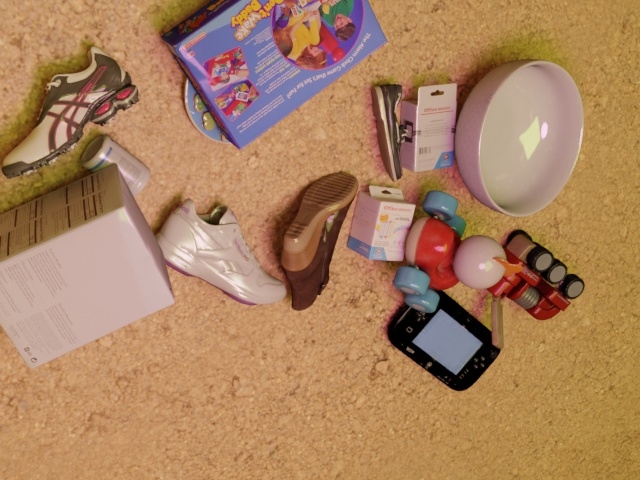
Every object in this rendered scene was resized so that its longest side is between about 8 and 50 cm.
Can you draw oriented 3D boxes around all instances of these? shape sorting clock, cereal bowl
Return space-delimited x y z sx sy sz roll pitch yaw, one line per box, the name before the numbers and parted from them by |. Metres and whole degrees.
shape sorting clock | -0.157 -0.279 1.772 0.206 0.040 0.206 -10 112 -28
cereal bowl | 0.410 -0.229 2.062 0.338 0.141 0.339 -14 115 -34

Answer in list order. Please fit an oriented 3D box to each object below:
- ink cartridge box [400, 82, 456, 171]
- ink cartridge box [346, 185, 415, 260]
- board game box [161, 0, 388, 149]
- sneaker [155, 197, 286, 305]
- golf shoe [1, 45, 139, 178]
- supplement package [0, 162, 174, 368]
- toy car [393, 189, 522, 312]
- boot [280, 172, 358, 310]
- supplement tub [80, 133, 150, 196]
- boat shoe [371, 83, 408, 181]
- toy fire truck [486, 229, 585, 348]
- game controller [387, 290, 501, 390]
ink cartridge box | 0.226 -0.242 2.004 0.104 0.060 0.180 -10 112 -28
ink cartridge box | 0.128 -0.039 1.998 0.092 0.090 0.143 3 105 -32
board game box | -0.075 -0.359 1.704 0.347 0.078 0.233 -37 125 -9
sneaker | -0.169 0.026 1.825 0.305 0.114 0.152 29 91 -35
golf shoe | -0.438 -0.209 1.605 0.273 0.105 0.120 -42 107 -19
supplement package | -0.412 0.038 1.595 0.262 0.198 0.199 -25 120 -3
toy car | 0.308 0.047 1.998 0.219 0.237 0.210 -67 155 -16
boot | 0.000 0.000 1.948 0.248 0.090 0.207 -49 150 -34
supplement tub | -0.361 -0.131 1.681 0.107 0.071 0.071 41 84 -34
boat shoe | 0.154 -0.221 1.954 0.064 0.075 0.206 -15 110 -10
toy fire truck | 0.481 0.138 2.252 0.217 0.158 0.246 35 99 -35
game controller | 0.289 0.230 2.205 0.319 0.067 0.166 38 85 -34
